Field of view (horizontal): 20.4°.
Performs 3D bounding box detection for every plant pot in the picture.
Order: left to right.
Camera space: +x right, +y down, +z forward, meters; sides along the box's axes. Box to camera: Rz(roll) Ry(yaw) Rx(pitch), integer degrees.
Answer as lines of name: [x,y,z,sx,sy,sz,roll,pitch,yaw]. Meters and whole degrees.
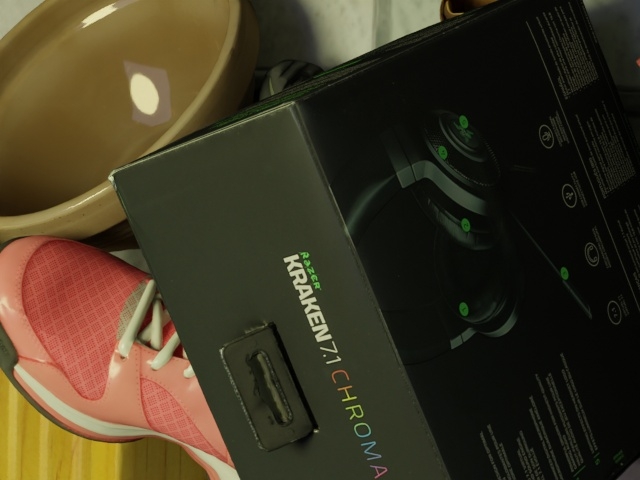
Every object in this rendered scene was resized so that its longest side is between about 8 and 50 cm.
plant pot: [-0.128,-0.072,1.178,0.237,0.110,0.237,-22,42,21]

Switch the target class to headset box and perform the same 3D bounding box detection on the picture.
headset box: [0.057,0.025,0.910,0.131,0.283,0.246,-17,99,40]

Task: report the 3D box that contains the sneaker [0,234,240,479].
sneaker: [-0.054,0.078,1.072,0.314,0.116,0.136,34,137,-17]

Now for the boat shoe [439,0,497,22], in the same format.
boat shoe: [0.093,-0.125,1.045,0.064,0.060,0.178,16,105,39]

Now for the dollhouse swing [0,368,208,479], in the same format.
dollhouse swing: [-0.284,0.124,1.238,0.347,0.305,0.315,9,100,39]

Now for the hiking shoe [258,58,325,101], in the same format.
hiking shoe: [0.000,0.000,1.118,0.114,0.086,0.227,-30,78,38]

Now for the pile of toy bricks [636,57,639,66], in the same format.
pile of toy bricks: [0.250,-0.048,0.887,0.118,0.105,0.212,-49,64,33]
